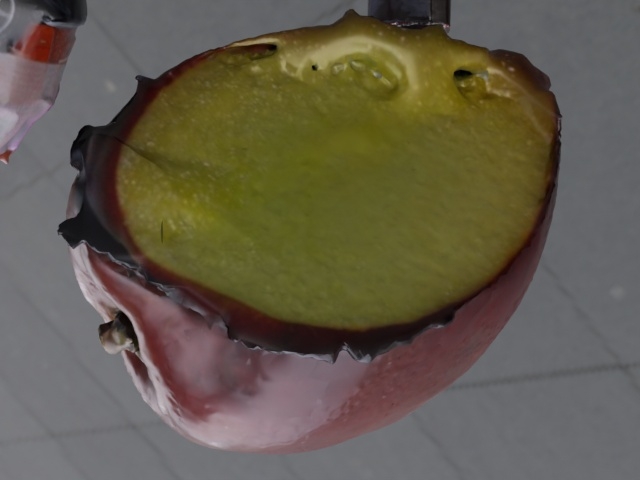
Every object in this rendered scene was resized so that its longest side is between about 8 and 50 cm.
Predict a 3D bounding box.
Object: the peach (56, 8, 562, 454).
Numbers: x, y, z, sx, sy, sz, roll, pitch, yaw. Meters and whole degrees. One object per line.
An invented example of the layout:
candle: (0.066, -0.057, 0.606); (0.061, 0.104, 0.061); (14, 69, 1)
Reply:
peach: (0.000, 0.000, 1.111); (0.258, 0.361, 0.201); (49, 149, 17)

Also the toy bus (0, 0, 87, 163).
toy bus: (-0.317, -0.150, 1.129); (0.302, 0.147, 0.127); (15, -170, -16)

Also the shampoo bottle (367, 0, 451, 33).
shampoo bottle: (0.069, -0.202, 1.267); (0.067, 0.236, 0.068); (2, 175, 13)
